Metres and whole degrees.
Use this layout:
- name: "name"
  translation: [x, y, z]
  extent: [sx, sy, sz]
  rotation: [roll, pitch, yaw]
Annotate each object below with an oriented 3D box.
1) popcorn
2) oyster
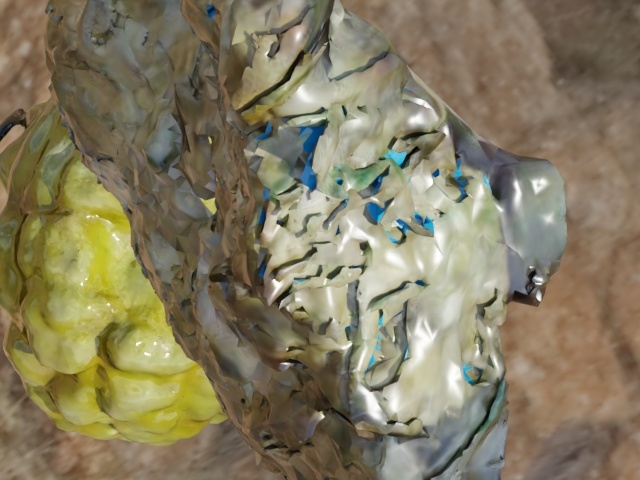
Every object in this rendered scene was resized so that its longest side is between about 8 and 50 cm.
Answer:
- name: "popcorn"
  translation: [-0.069, -0.014, 0.875]
  extent: [0.169, 0.189, 0.218]
  rotation: [28, 89, -12]
- name: "oyster"
  translation: [-0.008, 0.004, 0.560]
  extent: [0.092, 0.259, 0.198]
  rotation: [-24, 71, -25]
